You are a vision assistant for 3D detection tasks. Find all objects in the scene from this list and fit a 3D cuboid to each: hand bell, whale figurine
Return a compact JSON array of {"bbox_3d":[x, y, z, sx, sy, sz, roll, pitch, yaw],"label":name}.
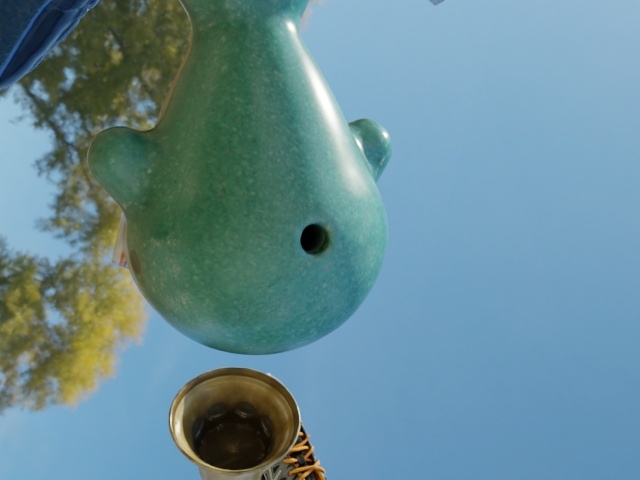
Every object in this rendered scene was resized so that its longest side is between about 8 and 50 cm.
[{"bbox_3d":[-0.096,0.259,0.848,0.126,0.126,0.242,-107,-160,-47],"label":"hand bell"},{"bbox_3d":[-0.036,-0.059,0.521,0.141,0.216,0.272,17,-71,61],"label":"whale figurine"}]

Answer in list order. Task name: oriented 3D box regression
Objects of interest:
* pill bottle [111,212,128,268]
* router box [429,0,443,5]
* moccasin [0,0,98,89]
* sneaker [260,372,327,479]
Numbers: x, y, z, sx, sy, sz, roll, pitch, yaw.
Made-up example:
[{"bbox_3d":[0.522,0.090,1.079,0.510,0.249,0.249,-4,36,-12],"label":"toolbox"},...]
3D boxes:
[{"bbox_3d":[-0.214,0.009,1.155,0.086,0.151,0.086,-167,-90,-75],"label":"pill bottle"},{"bbox_3d":[0.025,-0.400,0.718,0.082,0.335,0.301,-27,-102,23],"label":"router box"},{"bbox_3d":[-0.314,-0.313,0.927,0.342,0.138,0.117,-37,-175,23],"label":"moccasin"},{"bbox_3d":[-0.032,0.254,0.913,0.083,0.084,0.215,-12,-86,49],"label":"sneaker"}]
